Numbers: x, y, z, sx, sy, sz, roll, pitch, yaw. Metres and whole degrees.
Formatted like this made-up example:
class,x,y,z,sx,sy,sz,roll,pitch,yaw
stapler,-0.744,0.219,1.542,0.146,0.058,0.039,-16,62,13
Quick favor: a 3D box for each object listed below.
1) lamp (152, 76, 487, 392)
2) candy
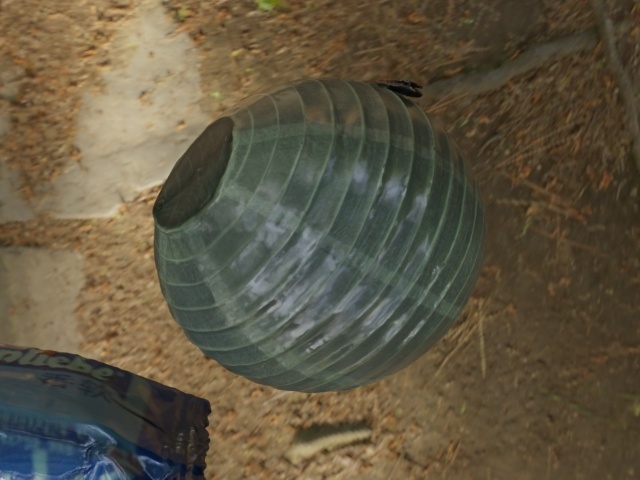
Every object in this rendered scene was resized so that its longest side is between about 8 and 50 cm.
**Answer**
class,x,y,z,sx,sy,sz,roll,pitch,yaw
lamp,0.000,0.000,0.871,0.265,0.233,0.233,-26,96,43
candy,-0.244,0.126,0.895,0.331,0.187,0.077,12,107,-7
